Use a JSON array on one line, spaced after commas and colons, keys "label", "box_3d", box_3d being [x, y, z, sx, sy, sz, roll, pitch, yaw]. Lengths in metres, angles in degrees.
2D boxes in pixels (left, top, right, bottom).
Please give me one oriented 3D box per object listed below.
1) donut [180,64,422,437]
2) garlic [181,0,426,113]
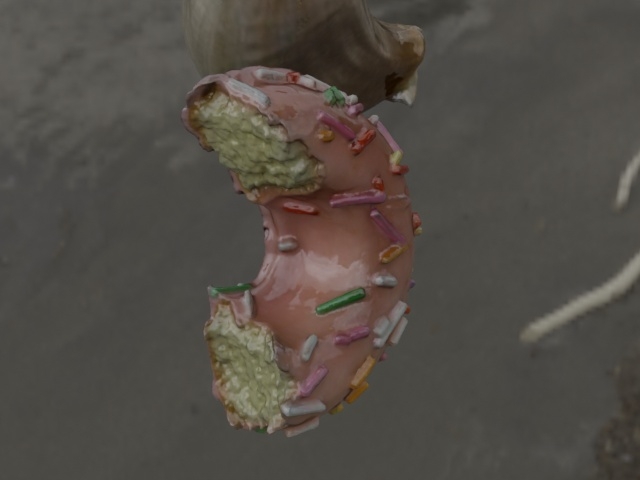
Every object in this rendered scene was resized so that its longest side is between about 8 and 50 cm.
[{"label": "donut", "box_3d": [0.000, 0.000, 0.804, 0.065, 0.166, 0.117, 14, 26, 41]}, {"label": "garlic", "box_3d": [-0.013, -0.127, 0.978, 0.128, 0.198, 0.090, -23, 58, 0]}]
